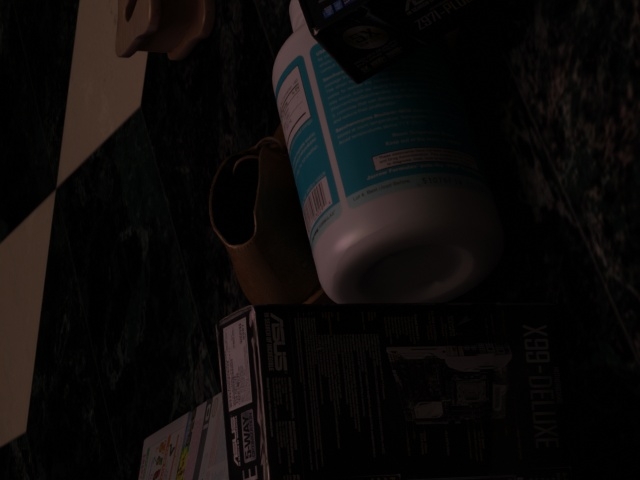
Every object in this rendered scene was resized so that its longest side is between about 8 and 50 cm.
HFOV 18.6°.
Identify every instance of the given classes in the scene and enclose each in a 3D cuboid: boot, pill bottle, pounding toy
[{"bbox_3d":[-0.024,-0.053,1.626,0.112,0.115,0.305,-27,27,21],"label":"boot"},{"bbox_3d":[0.045,-0.085,1.529,0.146,0.146,0.264,123,141,-51],"label":"pill bottle"},{"bbox_3d":[-0.207,-0.332,2.102,0.154,0.155,0.269,6,96,62],"label":"pounding toy"}]

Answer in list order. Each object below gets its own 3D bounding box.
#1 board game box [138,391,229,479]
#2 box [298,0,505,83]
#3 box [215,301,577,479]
[{"bbox_3d":[-0.094,0.269,1.797,0.303,0.098,0.224,-33,43,60],"label":"board game box"},{"bbox_3d":[0.067,-0.227,1.446,0.180,0.077,0.147,-28,53,15],"label":"box"},{"bbox_3d":[0.062,0.196,1.366,0.076,0.243,0.307,148,118,-63],"label":"box"}]
